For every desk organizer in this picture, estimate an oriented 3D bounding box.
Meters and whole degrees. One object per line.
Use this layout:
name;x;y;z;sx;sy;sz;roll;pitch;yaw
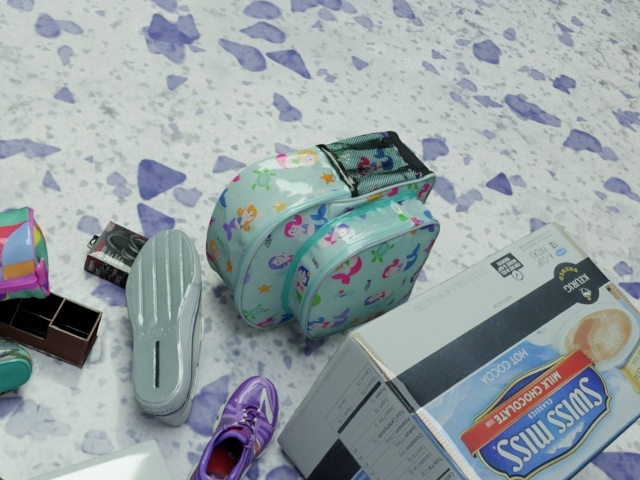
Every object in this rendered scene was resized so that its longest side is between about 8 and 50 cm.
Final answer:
desk organizer;-0.304;0.082;0.959;0.130;0.050;0.047;23;45;-5

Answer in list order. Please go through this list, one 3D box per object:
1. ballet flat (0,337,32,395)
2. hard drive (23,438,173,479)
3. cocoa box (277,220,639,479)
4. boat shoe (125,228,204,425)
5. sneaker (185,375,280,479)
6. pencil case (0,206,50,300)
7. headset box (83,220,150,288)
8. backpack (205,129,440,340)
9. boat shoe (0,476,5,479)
ballet flat;-0.381;0.138;0.876;0.189;0.070;0.070;-9;56;-33
hard drive;-0.254;0.312;0.787;0.308;0.040;0.203;-12;57;-33
cocoa box;0.177;0.178;0.970;0.347;0.231;0.228;-24;65;-38
boat shoe;-0.172;0.097;0.995;0.083;0.075;0.226;-3;54;7
sneaker;-0.082;0.206;0.939;0.068;0.071;0.169;27;44;-1
pencil case;-0.389;0.035;0.884;0.237;0.104;0.104;-14;57;-15
headset box;-0.234;0.019;1.060;0.083;0.032;0.062;27;45;-3
backpack;0.000;0.000;1.055;0.254;0.225;0.191;-10;51;-27
boat shoe;-0.299;0.212;0.712;0.223;0.080;0.073;51;43;-35
